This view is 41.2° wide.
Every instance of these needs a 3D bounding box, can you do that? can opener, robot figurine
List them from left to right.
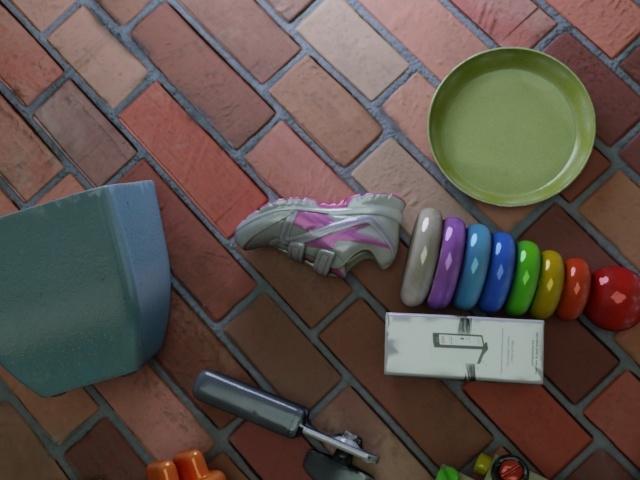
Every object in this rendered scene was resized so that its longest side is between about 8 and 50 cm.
[{"bbox_3d":[-0.168,0.399,1.158,0.128,0.158,0.220,-19,84,18],"label":"robot figurine"},{"bbox_3d":[-0.053,0.273,1.195,0.283,0.076,0.095,20,82,12],"label":"can opener"}]

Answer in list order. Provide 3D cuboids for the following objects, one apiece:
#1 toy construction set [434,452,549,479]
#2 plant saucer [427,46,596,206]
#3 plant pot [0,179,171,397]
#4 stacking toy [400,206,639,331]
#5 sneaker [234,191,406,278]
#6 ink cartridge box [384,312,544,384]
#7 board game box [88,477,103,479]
[{"bbox_3d":[0.247,0.402,1.093,0.327,0.151,0.215,28,72,7],"label":"toy construction set"},{"bbox_3d":[0.277,-0.164,1.249,0.240,0.037,0.241,-1,79,7],"label":"plant saucer"},{"bbox_3d":[-0.341,0.072,1.192,0.247,0.248,0.253,-16,94,4],"label":"plant pot"},{"bbox_3d":[0.283,0.056,1.175,0.330,0.141,0.141,13,82,3],"label":"stacking toy"},{"bbox_3d":[0.000,0.000,1.223,0.252,0.103,0.111,-5,78,7],"label":"sneaker"},{"bbox_3d":[0.190,0.146,1.148,0.203,0.148,0.086,2,82,9],"label":"ink cartridge box"},{"bbox_3d":[-0.353,0.441,1.220,0.092,0.043,0.182,-10,79,6],"label":"board game box"}]
